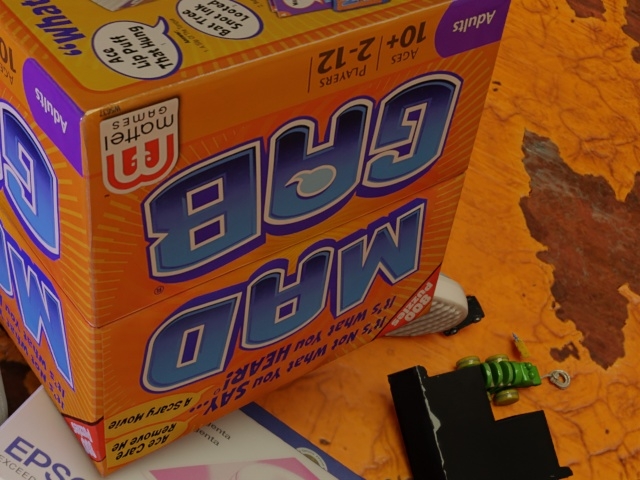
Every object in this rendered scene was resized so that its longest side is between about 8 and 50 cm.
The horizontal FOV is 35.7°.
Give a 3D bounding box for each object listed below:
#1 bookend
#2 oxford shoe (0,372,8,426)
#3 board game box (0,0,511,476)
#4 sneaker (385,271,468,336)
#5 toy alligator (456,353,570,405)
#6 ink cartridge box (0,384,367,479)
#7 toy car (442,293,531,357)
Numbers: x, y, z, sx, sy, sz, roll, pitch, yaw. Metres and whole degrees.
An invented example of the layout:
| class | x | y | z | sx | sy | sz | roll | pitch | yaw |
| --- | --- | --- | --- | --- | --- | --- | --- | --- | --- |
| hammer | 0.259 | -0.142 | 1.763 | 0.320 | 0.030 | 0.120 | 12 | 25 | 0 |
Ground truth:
| class | x | y | z | sx | sy | sz | roll | pitch | yaw |
| --- | --- | --- | --- | --- | --- | --- | --- | --- | --- |
| bookend | 0.173 | 0.203 | 1.089 | 0.156 | 0.072 | 0.157 | -10 | 79 | -25 |
| oxford shoe | -0.336 | 0.261 | 0.842 | 0.130 | 0.169 | 0.449 | 28 | 47 | -50 |
| board game box | -0.119 | -0.102 | 0.855 | 0.356 | 0.356 | 0.356 | -23 | 50 | -31 |
| sneaker | 0.000 | 0.000 | 1.125 | 0.366 | 0.135 | 0.150 | 16 | 60 | -13 |
| toy alligator | 0.224 | 0.159 | 1.168 | 0.190 | 0.051 | 0.056 | -1 | 62 | -22 |
| ink cartridge box | -0.108 | 0.214 | 0.913 | 0.324 | 0.071 | 0.330 | 35 | 31 | -1 |
| toy car | 0.193 | 0.111 | 1.206 | 0.122 | 0.060 | 0.040 | 42 | 9 | -14 |
